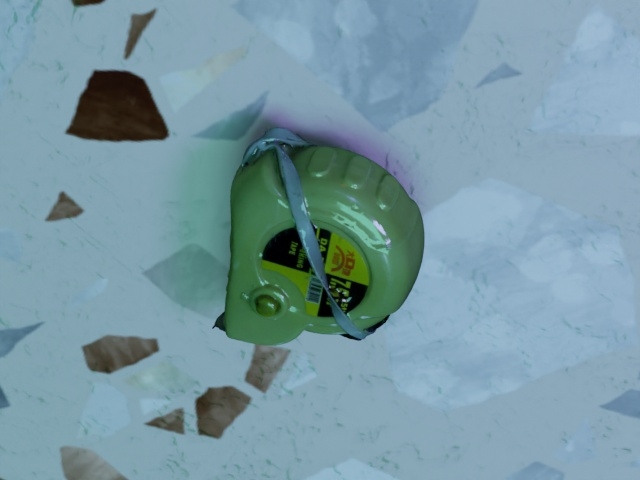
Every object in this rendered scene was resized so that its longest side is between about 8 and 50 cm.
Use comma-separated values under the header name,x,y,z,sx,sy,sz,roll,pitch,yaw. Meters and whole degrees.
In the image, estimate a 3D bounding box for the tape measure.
name,x,y,z,sx,sy,sz,roll,pitch,yaw
tape measure,0.000,0.000,1.647,0.175,0.106,0.200,11,126,10
